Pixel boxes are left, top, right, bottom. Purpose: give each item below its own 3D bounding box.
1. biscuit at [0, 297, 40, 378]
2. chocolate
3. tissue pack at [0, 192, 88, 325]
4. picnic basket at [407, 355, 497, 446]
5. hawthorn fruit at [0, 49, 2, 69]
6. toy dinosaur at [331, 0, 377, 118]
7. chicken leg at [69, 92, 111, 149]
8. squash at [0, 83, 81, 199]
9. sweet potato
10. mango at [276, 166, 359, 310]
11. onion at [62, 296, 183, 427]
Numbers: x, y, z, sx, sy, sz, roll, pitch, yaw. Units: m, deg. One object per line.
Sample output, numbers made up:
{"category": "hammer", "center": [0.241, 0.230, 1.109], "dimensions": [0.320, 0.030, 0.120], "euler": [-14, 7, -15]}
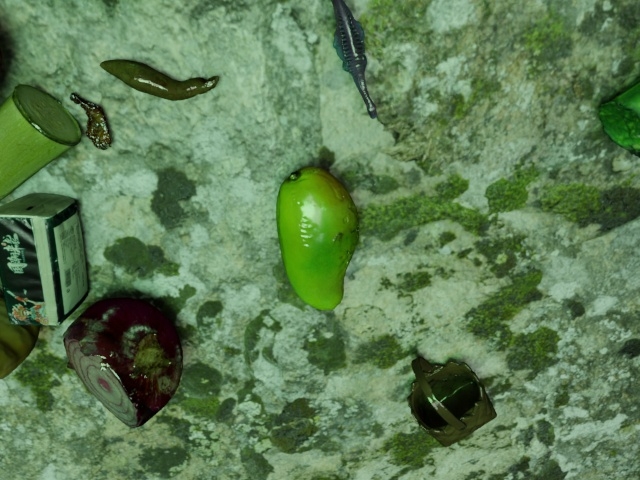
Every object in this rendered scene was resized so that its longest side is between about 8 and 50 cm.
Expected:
{"category": "biscuit", "center": [-0.540, 0.111, 0.610], "dimensions": [0.091, 0.213, 0.274], "euler": [-41, 117, 9]}
{"category": "chocolate", "center": [0.558, -0.243, 0.645], "dimensions": [0.291, 0.110, 0.110], "euler": [-37, 112, 7]}
{"category": "tissue pack", "center": [-0.401, 0.026, 0.658], "dimensions": [0.090, 0.103, 0.170], "euler": [7, 112, -4]}
{"category": "picnic basket", "center": [0.221, 0.277, 0.815], "dimensions": [0.137, 0.128, 0.178], "euler": [-37, 122, 8]}
{"category": "hawthorn fruit", "center": [-0.490, -0.180, 0.509], "dimensions": [0.205, 0.205, 0.253], "euler": [30, 112, -17]}
{"category": "toy dinosaur", "center": [0.040, -0.255, 0.594], "dimensions": [0.045, 0.080, 0.197], "euler": [-20, 114, 6]}
{"category": "chicken leg", "center": [-0.313, -0.166, 0.629], "dimensions": [0.036, 0.021, 0.083], "euler": [-12, 114, 10]}
{"category": "squash", "center": [-0.428, -0.101, 0.620], "dimensions": [0.224, 0.094, 0.094], "euler": [-38, 112, 18]}
{"category": "sweet potato", "center": [-0.215, -0.213, 0.610], "dimensions": [0.153, 0.038, 0.041], "euler": [7, 135, -11]}
{"category": "mango", "center": [0.000, 0.000, 0.685], "dimensions": [0.125, 0.111, 0.233], "euler": [-10, 115, 4]}
{"category": "onion", "center": [-0.322, 0.184, 0.727], "dimensions": [0.218, 0.140, 0.195], "euler": [-13, 120, 41]}
